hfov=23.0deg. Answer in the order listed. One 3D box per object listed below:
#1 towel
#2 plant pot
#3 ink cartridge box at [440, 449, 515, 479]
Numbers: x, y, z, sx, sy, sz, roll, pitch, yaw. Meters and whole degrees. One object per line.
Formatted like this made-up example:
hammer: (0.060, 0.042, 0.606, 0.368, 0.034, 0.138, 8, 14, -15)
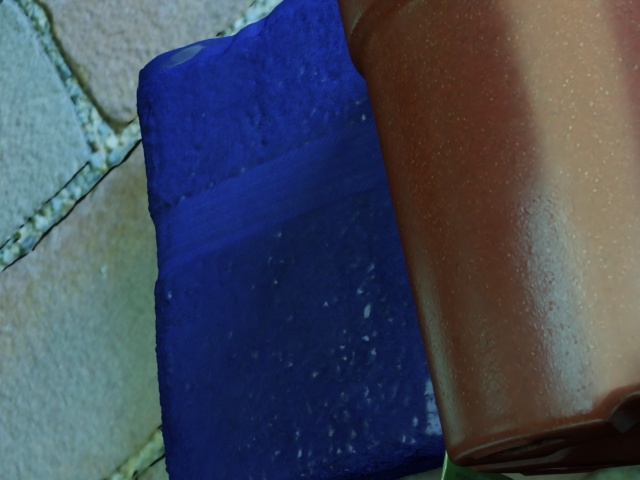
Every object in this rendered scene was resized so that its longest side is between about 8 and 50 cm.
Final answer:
towel: (0.000, 0.000, 0.908, 0.227, 0.076, 0.308, -22, 61, 32)
plant pot: (0.140, -0.038, 0.720, 0.272, 0.272, 0.265, -14, 73, 29)
ink cartridge box: (0.091, 0.213, 0.740, 0.062, 0.109, 0.209, 0, 73, 34)
